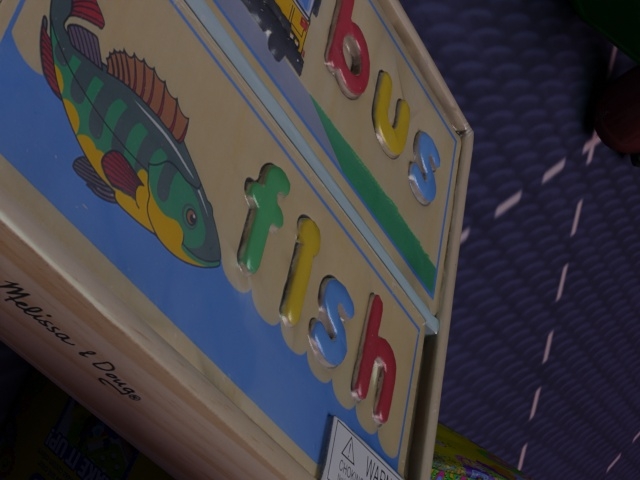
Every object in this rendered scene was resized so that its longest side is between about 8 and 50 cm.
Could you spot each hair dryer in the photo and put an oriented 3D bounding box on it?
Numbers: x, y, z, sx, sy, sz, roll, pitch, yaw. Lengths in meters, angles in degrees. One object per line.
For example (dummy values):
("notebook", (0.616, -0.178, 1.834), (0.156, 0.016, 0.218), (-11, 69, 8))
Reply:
("hair dryer", (0.375, -0.147, 1.153), (0.293, 0.223, 0.080), (2, 67, -66))

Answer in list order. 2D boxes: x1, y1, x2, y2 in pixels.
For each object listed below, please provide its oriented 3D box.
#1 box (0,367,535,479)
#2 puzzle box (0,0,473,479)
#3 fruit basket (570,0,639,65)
("box", (-0.052, 0.215, 0.703), (0.290, 0.177, 0.279), (26, 91, -47))
("puzzle box", (-0.048, -0.067, 0.464), (0.409, 0.052, 0.272), (51, 40, -43))
("fruit basket", (0.331, -0.326, 0.890), (0.392, 0.283, 0.392), (-31, 148, -21))
